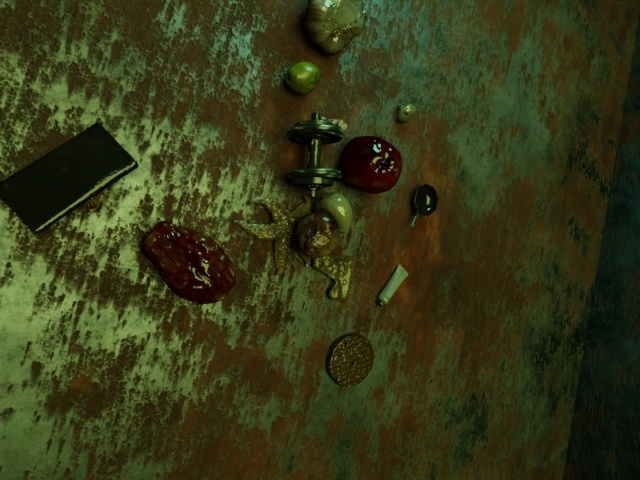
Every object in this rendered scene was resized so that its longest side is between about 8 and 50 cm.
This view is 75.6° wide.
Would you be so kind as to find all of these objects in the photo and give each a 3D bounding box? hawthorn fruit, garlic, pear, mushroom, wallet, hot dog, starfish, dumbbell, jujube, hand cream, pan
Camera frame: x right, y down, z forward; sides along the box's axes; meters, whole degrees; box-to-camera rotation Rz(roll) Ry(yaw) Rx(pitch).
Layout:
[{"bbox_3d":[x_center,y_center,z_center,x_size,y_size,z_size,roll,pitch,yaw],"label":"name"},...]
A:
[{"bbox_3d":[0.199,-0.269,1.501,0.230,0.266,0.210,27,97,-24],"label":"hawthorn fruit"},{"bbox_3d":[0.040,-0.789,1.459,0.245,0.161,0.244,-18,121,-32],"label":"garlic"},{"bbox_3d":[-0.058,-0.563,1.433,0.132,0.107,0.107,-15,99,-39],"label":"pear"},{"bbox_3d":[0.342,-0.528,1.684,0.085,0.085,0.079,-28,70,-26],"label":"mushroom"},{"bbox_3d":[-0.678,-0.173,1.117,0.170,0.044,0.321,47,69,-1],"label":"wallet"},{"bbox_3d":[-0.642,-0.120,1.158,0.058,0.035,0.083,-2,92,-32],"label":"hot dog"},{"bbox_3d":[-0.130,-0.023,1.435,0.299,0.060,0.302,-24,103,-29],"label":"starfish"},{"bbox_3d":[-0.019,-0.292,1.413,0.192,0.192,0.289,1,91,-29],"label":"dumbbell"},{"bbox_3d":[-0.386,0.066,1.220,0.290,0.197,0.197,40,72,-8],"label":"jujube"},{"bbox_3d":[0.292,0.189,1.690,0.067,0.042,0.194,46,65,-14],"label":"hand cream"},{"bbox_3d":[0.409,-0.151,1.736,0.202,0.048,0.128,-34,106,-26],"label":"pan"}]

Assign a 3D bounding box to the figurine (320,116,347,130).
[{"bbox_3d":[0.042,-0.412,1.482,0.072,0.129,0.054,40,86,-29],"label":"figurine"}]

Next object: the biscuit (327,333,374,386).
[{"bbox_3d":[0.119,0.462,1.598,0.212,0.036,0.211,-1,92,-31],"label":"biscuit"}]

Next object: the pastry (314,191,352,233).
[{"bbox_3d":[0.051,-0.098,1.479,0.092,0.156,0.156,-35,108,-25],"label":"pastry"}]

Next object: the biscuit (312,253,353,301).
[{"bbox_3d":[0.044,0.139,1.547,0.174,0.039,0.183,5,88,-30],"label":"biscuit"}]

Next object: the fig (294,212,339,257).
[{"bbox_3d":[0.007,0.004,1.426,0.160,0.143,0.230,-47,137,-6],"label":"fig"}]
